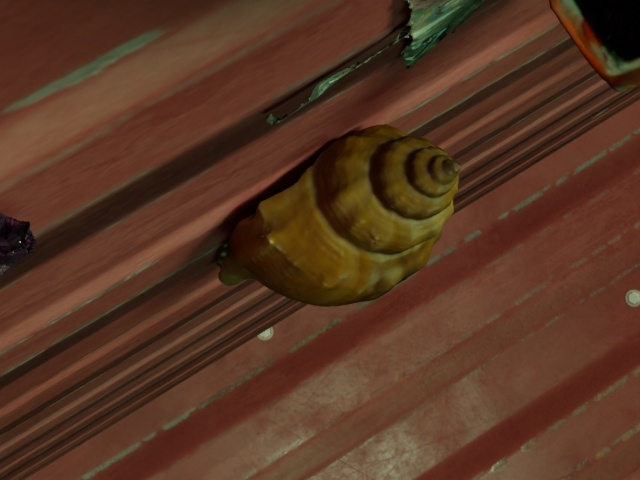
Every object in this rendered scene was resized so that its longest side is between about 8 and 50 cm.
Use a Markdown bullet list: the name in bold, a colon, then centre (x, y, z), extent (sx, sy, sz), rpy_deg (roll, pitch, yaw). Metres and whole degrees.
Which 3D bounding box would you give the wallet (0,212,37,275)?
- **wallet**: centre (-0.174, 0.041, 0.389), extent (0.166, 0.030, 0.111), rpy_deg (-33, 174, 1)

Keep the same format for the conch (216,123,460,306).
- **conch**: centre (0.003, 0.004, 0.763), extent (0.109, 0.093, 0.330), rpy_deg (-37, 179, -30)

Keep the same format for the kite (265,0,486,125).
- **kite**: centre (0.041, -0.095, 0.527), extent (0.157, 0.011, 0.139), rpy_deg (-34, 172, 2)

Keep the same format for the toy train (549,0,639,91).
- **toy train**: centre (0.246, -0.191, 0.383), extent (0.409, 0.086, 0.089), rpy_deg (-37, 175, 40)
